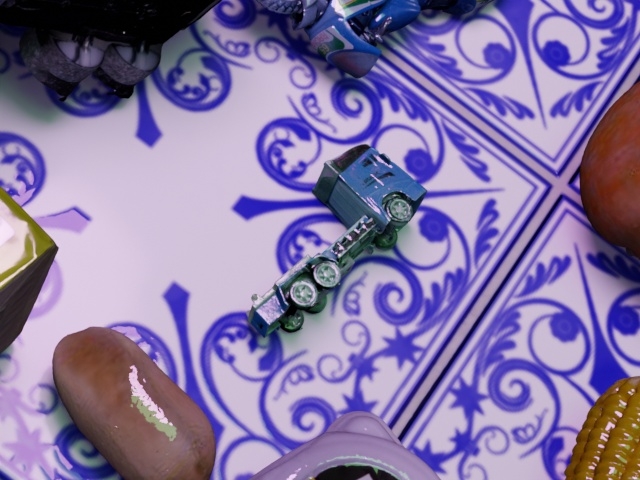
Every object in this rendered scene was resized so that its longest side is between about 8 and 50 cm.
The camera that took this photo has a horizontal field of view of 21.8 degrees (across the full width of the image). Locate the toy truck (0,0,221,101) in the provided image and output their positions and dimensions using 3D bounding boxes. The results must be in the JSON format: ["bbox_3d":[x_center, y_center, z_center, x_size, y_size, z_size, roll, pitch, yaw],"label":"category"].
[{"bbox_3d":[-0.197,-0.221,1.218,0.363,0.176,0.178,-7,66,-55],"label":"toy truck"}]

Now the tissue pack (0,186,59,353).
[{"bbox_3d":[-0.339,-0.012,1.125,0.275,0.200,0.167,45,61,4],"label":"tissue pack"}]

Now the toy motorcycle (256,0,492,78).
[{"bbox_3d":[0.053,-0.215,1.402,0.254,0.092,0.136,-22,86,-34],"label":"toy motorcycle"}]

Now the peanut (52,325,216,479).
[{"bbox_3d":[-0.136,0.126,1.209,0.152,0.076,0.076,48,63,2],"label":"peanut"}]

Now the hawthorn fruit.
[{"bbox_3d":[0.333,-0.065,1.338,0.199,0.251,0.199,19,48,-22],"label":"hawthorn fruit"}]

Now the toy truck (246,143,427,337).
[{"bbox_3d":[0.000,0.000,1.311,0.081,0.067,0.175,44,66,9],"label":"toy truck"}]

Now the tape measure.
[{"bbox_3d":[0.010,0.232,1.200,0.196,0.105,0.178,-23,70,-26],"label":"tape measure"}]

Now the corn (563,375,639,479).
[{"bbox_3d":[0.222,0.263,1.236,0.131,0.131,0.345,25,63,-7],"label":"corn"}]
